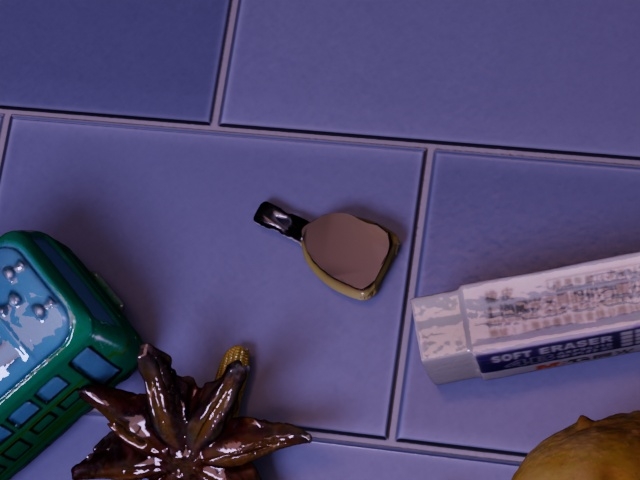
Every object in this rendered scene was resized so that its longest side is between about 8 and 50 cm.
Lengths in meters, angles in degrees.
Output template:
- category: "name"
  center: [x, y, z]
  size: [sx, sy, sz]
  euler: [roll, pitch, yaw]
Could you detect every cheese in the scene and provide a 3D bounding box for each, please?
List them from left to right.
- category: "cheese"
  center: [0.000, 0.000, 1.882]
  size: [0.162, 0.036, 0.086]
  euler: [25, 83, 16]

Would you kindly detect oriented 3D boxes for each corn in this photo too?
- category: "corn"
  center: [-0.098, 0.159, 1.856]
  size: [0.037, 0.037, 0.092]
  euler: [13, 75, 14]

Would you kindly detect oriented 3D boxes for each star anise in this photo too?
- category: "star anise"
  center: [-0.135, 0.217, 1.806]
  size: [0.272, 0.102, 0.272]
  euler: [3, 112, 9]

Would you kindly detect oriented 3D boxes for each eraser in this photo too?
- category: "eraser"
  center: [0.239, 0.081, 1.767]
  size: [0.279, 0.124, 0.081]
  euler: [-11, 72, 8]

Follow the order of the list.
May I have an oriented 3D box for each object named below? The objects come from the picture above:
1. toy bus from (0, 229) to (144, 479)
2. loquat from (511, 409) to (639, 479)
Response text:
- category: "toy bus"
  center: [-0.368, 0.152, 1.826]
  size: [0.343, 0.199, 0.183]
  euler: [-42, 72, -1]
- category: "loquat"
  center: [0.300, 0.303, 1.634]
  size: [0.276, 0.276, 0.284]
  euler: [-8, 98, 8]
